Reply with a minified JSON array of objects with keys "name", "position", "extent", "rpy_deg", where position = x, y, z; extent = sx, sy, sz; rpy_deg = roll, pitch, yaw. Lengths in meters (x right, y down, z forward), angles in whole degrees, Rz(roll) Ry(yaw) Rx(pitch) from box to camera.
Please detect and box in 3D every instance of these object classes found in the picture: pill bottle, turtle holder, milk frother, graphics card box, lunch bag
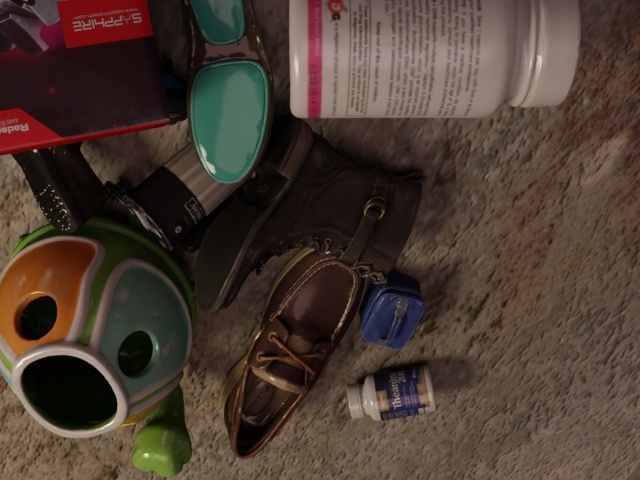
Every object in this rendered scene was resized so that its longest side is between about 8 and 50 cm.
[{"name":"pill bottle","position":[0.100,0.218,1.202],"extent":[0.120,0.067,0.067],"rpy_deg":[-11,122,5]},{"name":"turtle holder","position":[-0.278,0.140,1.050],"extent":[0.243,0.227,0.320],"rpy_deg":[3,121,-4]},{"name":"milk frother","position":[-0.170,-0.071,1.006],"extent":[0.135,0.143,0.129],"rpy_deg":[-43,160,-16]},{"name":"graphics card box","position":[-0.285,-0.267,0.770],"extent":[0.233,0.094,0.371],"rpy_deg":[-13,104,-19]},{"name":"lunch bag","position":[0.091,0.096,1.127],"extent":[0.067,0.065,0.098],"rpy_deg":[16,120,-11]},{"name":"pill bottle","position":[0.109,-0.206,0.884],"extent":[0.283,0.160,0.160],"rpy_deg":[0,122,-1]}]

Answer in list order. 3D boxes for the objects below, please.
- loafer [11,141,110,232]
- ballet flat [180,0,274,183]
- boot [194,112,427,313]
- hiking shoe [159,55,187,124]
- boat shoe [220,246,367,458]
[{"name":"loafer","position":[-0.312,-0.118,0.973],"extent":[0.080,0.078,0.220],"rpy_deg":[-8,109,49]},{"name":"ballet flat","position":[-0.096,-0.204,0.909],"extent":[0.095,0.096,0.280],"rpy_deg":[-1,112,3]},{"name":"boot","position":[0.000,0.000,0.991],"extent":[0.229,0.091,0.263],"rpy_deg":[28,93,-35]},{"name":"hiking shoe","position":[-0.242,-0.235,0.888],"extent":[0.304,0.113,0.132],"rpy_deg":[32,105,-27]},{"name":"boat shoe","position":[-0.038,0.154,1.126],"extent":[0.123,0.123,0.342],"rpy_deg":[26,117,-16]}]
